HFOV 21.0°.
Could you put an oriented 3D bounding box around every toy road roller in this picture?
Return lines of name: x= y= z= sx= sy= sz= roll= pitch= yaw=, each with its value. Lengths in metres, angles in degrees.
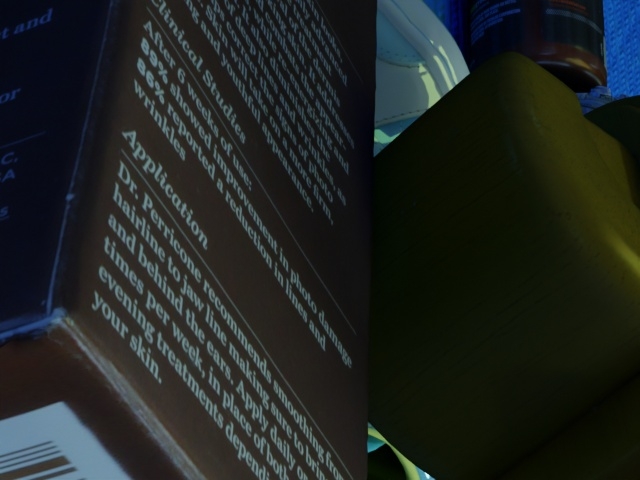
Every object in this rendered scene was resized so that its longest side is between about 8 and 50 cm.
toy road roller: x=0.118 y=0.076 z=0.696 sx=0.240 sy=0.202 sz=0.330 roll=31 pitch=34 yaw=-26

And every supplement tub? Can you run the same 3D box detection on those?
supplement tub: x=0.163 y=-0.190 z=1.318 sx=0.106 sy=0.106 sz=0.198 roll=43 pitch=42 yaw=-53

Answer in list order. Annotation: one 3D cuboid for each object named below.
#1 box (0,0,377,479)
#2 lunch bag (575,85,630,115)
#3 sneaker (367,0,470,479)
box: x=-0.076 y=-0.036 z=0.622 sx=0.381 sy=0.143 sz=0.191 roll=-85 pitch=151 yaw=-45
lunch bag: x=0.219 y=0.024 z=1.218 sx=0.305 sy=0.212 sz=0.256 roll=-7 pitch=87 yaw=-65
sneaker: x=0.000 y=0.000 z=0.858 sx=0.208 sy=0.127 sz=0.319 roll=-39 pitch=100 yaw=-46
